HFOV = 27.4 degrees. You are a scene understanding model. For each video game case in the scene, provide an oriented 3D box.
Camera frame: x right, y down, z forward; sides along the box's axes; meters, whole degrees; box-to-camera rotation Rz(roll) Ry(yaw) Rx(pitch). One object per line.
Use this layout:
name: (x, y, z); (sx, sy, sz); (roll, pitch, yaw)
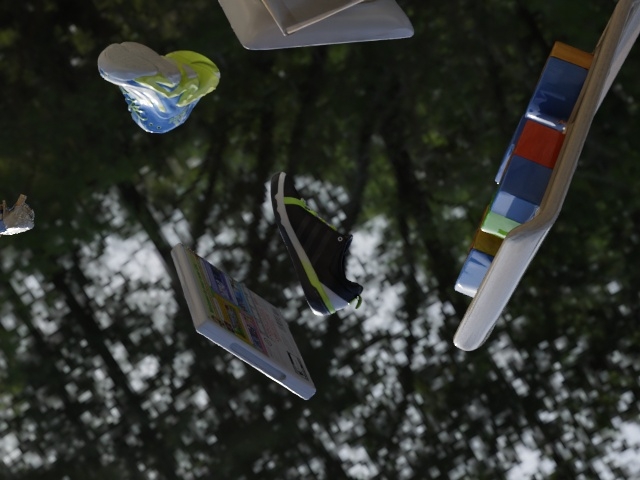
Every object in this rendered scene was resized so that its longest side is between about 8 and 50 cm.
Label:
video game case: (-0.105, 0.105, 1.741); (0.023, 0.193, 0.212); (-48, -151, 11)

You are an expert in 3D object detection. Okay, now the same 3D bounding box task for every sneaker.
sneaker: (-0.236, -0.201, 1.826); (0.240, 0.091, 0.126); (-4, 130, -57)
sneaker: (0.000, 0.000, 1.959); (0.097, 0.234, 0.084); (-22, 171, 4)

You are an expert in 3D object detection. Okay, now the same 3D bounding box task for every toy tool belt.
toy tool belt: (-0.458, -0.036, 1.924); (0.083, 0.051, 0.052); (-13, 169, 34)

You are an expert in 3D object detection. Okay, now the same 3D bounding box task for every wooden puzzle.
wooden puzzle: (0.239, -0.079, 1.470); (0.347, 0.080, 0.322); (-61, 172, -26)

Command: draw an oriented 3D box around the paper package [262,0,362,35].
paper package: (-0.022, -0.498, 1.784); (0.168, 0.325, 0.309); (-18, -151, 33)

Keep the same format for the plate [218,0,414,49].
plate: (-0.027, -0.394, 1.970); (0.277, 0.045, 0.278); (-8, -132, -23)
